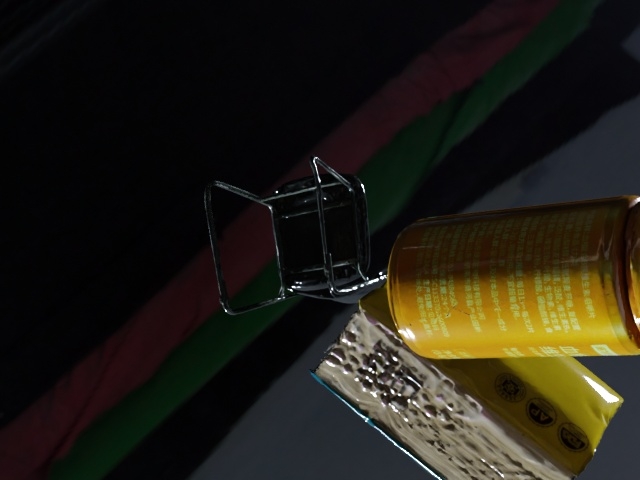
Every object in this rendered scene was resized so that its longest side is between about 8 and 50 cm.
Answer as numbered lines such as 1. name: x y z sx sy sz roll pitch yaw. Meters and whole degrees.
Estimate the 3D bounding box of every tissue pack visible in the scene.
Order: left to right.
1. tissue pack: 0.155 0.146 1.080 0.192 0.271 0.134 -32 -24 -56

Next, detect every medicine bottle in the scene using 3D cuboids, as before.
1. medicine bottle: 0.144 0.025 0.652 0.096 0.192 0.096 11 -103 -53

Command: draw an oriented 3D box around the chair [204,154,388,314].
1. chair: 0.000 0.000 1.153 0.140 0.145 0.221 -11 -8 30
